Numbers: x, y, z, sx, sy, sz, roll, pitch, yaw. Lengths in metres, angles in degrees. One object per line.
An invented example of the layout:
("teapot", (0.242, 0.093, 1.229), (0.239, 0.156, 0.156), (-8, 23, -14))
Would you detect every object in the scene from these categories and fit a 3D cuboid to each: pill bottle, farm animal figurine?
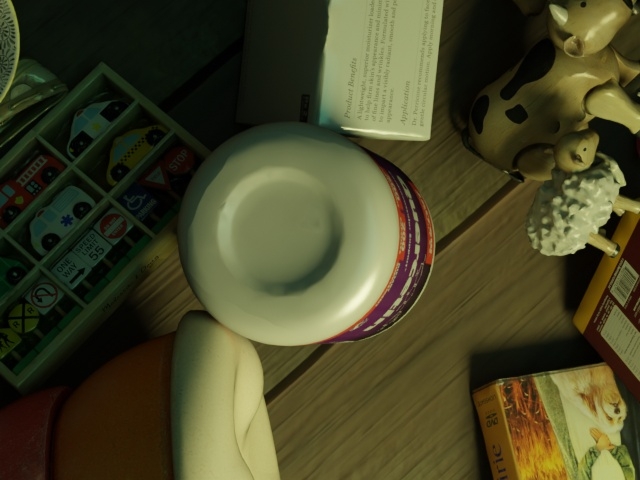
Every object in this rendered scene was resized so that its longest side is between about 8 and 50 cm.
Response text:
("pill bottle", (0.000, 0.000, 1.619), (0.181, 0.323, 0.181), (0, 88, 12))
("farm animal figurine", (0.249, -0.189, 1.784), (0.172, 0.330, 0.327), (24, 113, -27))

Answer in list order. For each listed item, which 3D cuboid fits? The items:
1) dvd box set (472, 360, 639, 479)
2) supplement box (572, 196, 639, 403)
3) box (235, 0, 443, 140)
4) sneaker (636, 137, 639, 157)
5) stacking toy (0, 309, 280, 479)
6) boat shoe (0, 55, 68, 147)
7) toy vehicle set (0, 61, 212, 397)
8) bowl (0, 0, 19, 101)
("dvd box set", (0.342, 0.326, 1.875), (0.307, 0.062, 0.420), (-6, 76, -23))
("supplement box", (0.378, 0.070, 1.825), (0.129, 0.194, 0.191), (-20, 147, -29))
("box", (0.017, -0.185, 1.693), (0.119, 0.182, 0.181), (5, 93, -27))
("sneaker", (0.390, -0.145, 1.930), (0.075, 0.063, 0.170), (33, 76, -17))
("stacking toy", (-0.270, 0.256, 1.547), (0.480, 0.350, 0.350), (-8, 99, 4))
("boat shoe", (-0.287, -0.094, 1.628), (0.048, 0.056, 0.153), (37, 70, 13))
("toy vehicle set", (-0.223, -0.012, 1.627), (0.166, 0.035, 0.267), (38, 75, 19))
("bowl", (-0.348, -0.169, 1.585), (0.170, 0.080, 0.170), (-2, 95, -24))
